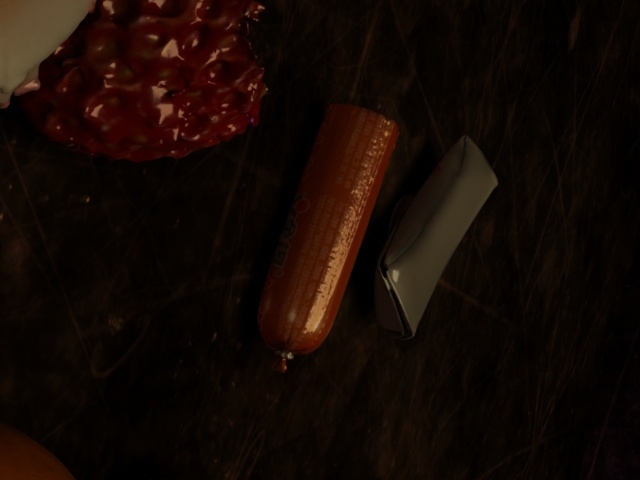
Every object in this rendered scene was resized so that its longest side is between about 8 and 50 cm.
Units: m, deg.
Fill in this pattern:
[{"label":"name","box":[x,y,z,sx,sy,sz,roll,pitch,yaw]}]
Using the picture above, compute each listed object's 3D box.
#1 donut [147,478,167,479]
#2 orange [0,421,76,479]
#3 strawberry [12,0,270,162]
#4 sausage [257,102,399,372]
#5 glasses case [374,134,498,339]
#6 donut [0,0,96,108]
[{"label":"donut","box":[-0.140,0.357,1.046,0.253,0.118,0.253,-4,90,-67]},{"label":"orange","box":[-0.260,0.226,0.671,0.261,0.261,0.261,-30,126,-54]},{"label":"strawberry","box":[-0.160,-0.153,0.840,0.178,0.234,0.234,-28,130,-17]},{"label":"sausage","box":[0.000,0.000,1.223,0.093,0.093,0.312,41,65,-58]},{"label":"glasses case","box":[0.142,-0.013,1.483,0.308,0.083,0.128,-55,138,-35]},{"label":"donut","box":[-0.267,-0.238,0.602,0.382,0.142,0.383,-32,128,-53]}]
